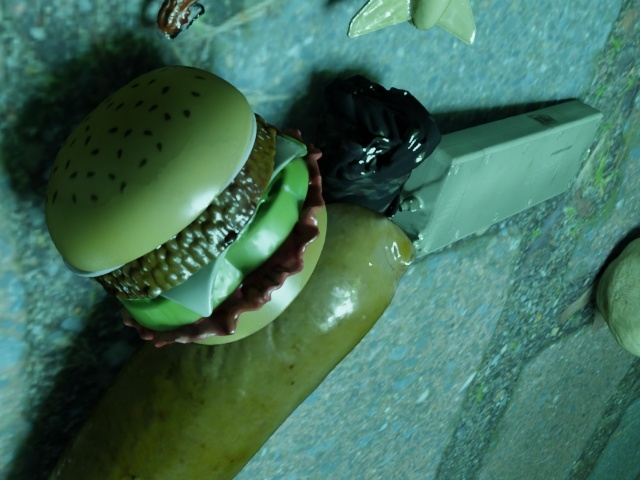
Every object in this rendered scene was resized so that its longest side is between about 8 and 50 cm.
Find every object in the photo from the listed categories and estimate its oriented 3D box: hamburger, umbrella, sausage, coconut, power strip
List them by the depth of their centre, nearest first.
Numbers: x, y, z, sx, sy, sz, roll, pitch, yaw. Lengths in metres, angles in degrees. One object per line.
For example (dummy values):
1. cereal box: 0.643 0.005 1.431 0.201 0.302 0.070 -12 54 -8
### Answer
1. hamburger: -0.088 -0.028 0.500 0.175 0.175 0.137 -47 129 -4
2. sausage: -0.117 0.159 0.624 0.136 0.123 0.501 29 113 -20
3. umbrella: 0.000 -0.001 0.666 0.122 0.110 0.272 -14 136 -51
4. power strip: 0.184 -0.070 0.812 0.367 0.043 0.106 -20 136 -48
5. coconut: 0.556 0.094 1.289 0.224 0.224 0.224 -29 141 -27

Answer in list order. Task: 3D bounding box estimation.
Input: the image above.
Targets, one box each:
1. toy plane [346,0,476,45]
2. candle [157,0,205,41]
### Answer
1. toy plane: 0.097 -0.256 0.541 0.241 0.104 0.256 -4 133 -27
2. candle: -0.055 -0.191 0.482 0.053 0.048 0.162 32 99 -21
